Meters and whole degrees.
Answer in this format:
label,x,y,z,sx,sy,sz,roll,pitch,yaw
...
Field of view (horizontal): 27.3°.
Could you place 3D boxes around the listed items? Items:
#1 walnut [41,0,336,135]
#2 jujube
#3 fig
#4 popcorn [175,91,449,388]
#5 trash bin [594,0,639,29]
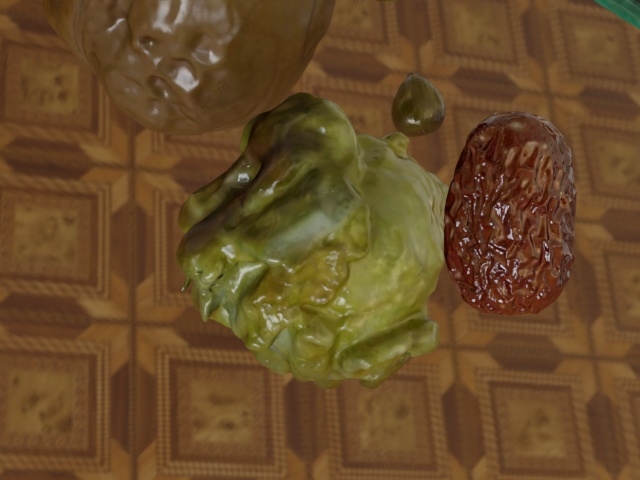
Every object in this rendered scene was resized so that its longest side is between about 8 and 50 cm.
label,x,y,z,sx,sy,sz,roll,pitch,yaw
walnut,-0.146,-0.312,1.525,0.354,0.398,0.308,46,50,10
jujube,0.165,-0.024,1.143,0.112,0.109,0.176,-14,107,-50
fig,0.129,-0.182,1.758,0.074,0.074,0.088,3,70,-22
popcorn,0.004,0.016,1.399,0.312,0.312,0.312,10,60,-18
trash bin,0.201,-0.244,0.625,0.259,0.295,0.381,37,14,16
